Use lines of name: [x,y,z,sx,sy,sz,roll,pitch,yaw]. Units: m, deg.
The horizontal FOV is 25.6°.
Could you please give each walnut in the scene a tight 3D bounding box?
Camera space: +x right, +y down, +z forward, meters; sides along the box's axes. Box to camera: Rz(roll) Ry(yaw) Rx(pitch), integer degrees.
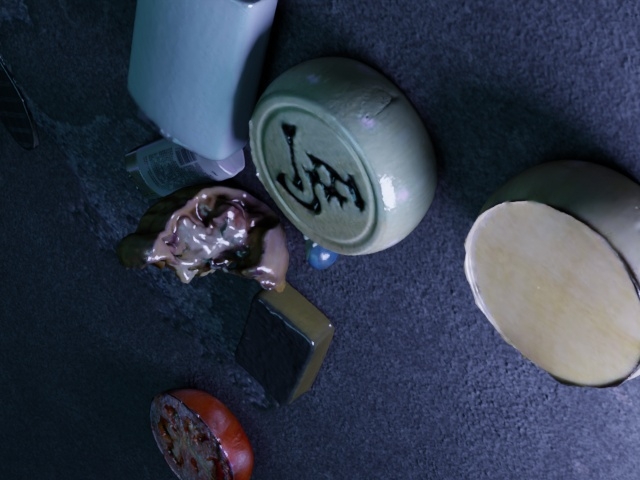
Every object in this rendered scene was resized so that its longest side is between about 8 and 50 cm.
walnut: [-0.161,-0.008,1.969,0.204,0.238,0.141,175,103,-79]

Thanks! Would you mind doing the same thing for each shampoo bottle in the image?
shampoo bottle: [-0.196,-0.113,2.004,0.227,0.056,0.086,-13,110,53]

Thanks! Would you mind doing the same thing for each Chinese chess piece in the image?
Chinese chess piece: [0.025,-0.100,1.721,0.250,0.101,0.250,31,141,29]
Chinese chess piece: [0.281,0.037,1.541,0.257,0.104,0.257,29,139,29]

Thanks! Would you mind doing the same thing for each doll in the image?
doll: [0.000,0.000,1.873,0.050,0.076,0.083,4,124,5]

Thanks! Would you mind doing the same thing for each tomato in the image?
tomato: [-0.195,0.334,2.382,0.225,0.085,0.225,34,143,31]

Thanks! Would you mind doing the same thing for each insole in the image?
insole: [-0.536,-0.284,2.287,0.110,0.012,0.309,10,128,47]

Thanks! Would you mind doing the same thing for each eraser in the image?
eraser: [-0.156,-0.253,1.791,0.189,0.104,0.290,44,145,20]

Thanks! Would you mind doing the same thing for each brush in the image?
brush: [-0.056,0.151,2.077,0.123,0.059,0.197,40,144,15]
